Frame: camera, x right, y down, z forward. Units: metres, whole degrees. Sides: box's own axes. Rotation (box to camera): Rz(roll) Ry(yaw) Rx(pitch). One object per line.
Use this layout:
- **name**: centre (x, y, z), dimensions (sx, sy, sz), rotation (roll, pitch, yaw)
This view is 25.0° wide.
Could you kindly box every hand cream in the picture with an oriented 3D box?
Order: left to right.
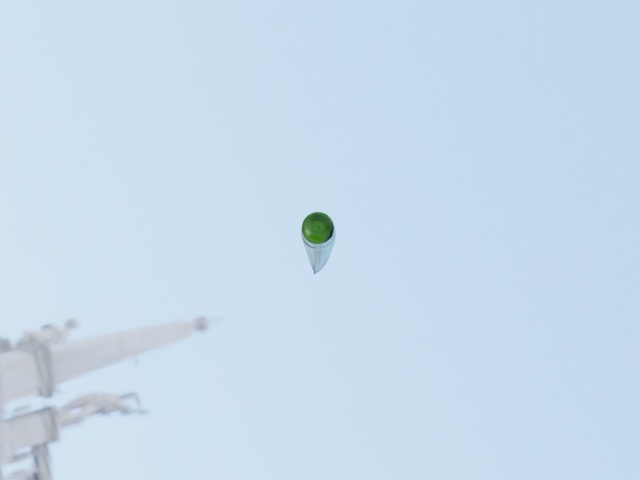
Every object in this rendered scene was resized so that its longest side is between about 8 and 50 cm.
- **hand cream**: centre (0.000, 0.000, 0.995), dimensions (0.023, 0.122, 0.036), rotation (15, -97, 4)
